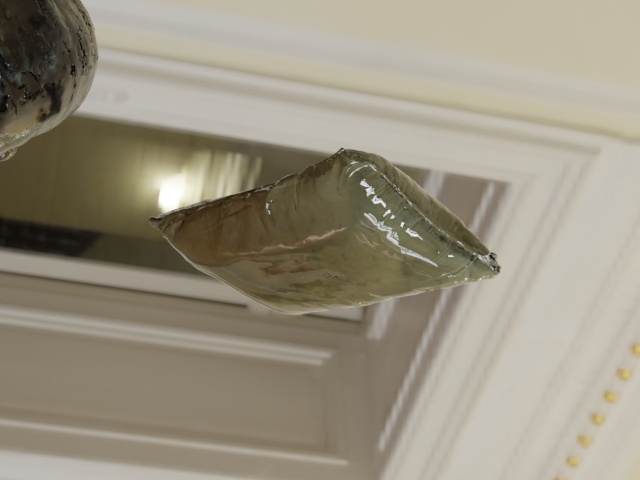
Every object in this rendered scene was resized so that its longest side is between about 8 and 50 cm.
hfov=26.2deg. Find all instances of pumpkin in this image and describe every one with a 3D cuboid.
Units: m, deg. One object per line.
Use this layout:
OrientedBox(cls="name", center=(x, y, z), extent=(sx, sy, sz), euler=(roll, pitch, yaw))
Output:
OrientedBox(cls="pumpkin", center=(-0.300, -0.140, 1.143), extent=(0.163, 0.233, 0.233), euler=(62, -3, -15))

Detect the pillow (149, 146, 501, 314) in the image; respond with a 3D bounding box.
OrientedBox(cls="pillow", center=(0.000, 0.000, 1.199), extent=(0.302, 0.185, 0.075), euler=(-15, -133, 49))
